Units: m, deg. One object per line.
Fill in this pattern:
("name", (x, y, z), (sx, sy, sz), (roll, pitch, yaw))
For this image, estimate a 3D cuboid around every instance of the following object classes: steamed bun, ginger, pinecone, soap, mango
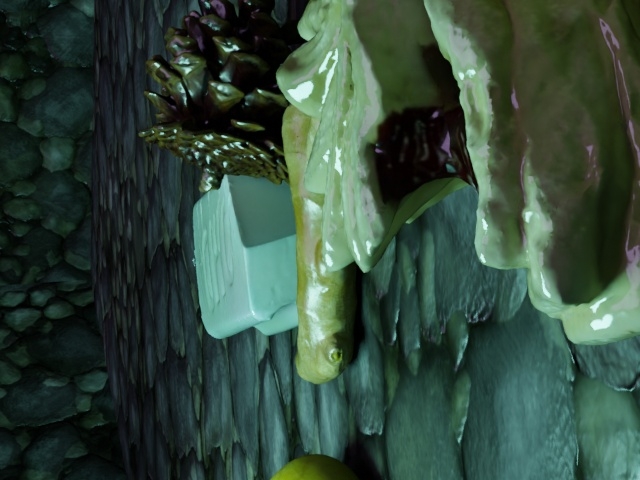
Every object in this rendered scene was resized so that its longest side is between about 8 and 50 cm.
("steamed bun", (0.074, -0.119, 0.888), (0.247, 0.189, 0.428), (103, 159, -69))
("ginger", (0.004, 0.000, 1.414), (0.118, 0.065, 0.299), (-122, 29, -70))
("pinecone", (-0.088, -0.159, 1.504), (0.185, 0.168, 0.212), (32, -132, -54))
("soap", (-0.070, 0.014, 1.636), (0.289, 0.095, 0.173), (152, 113, -74))
("mango", (0.006, 0.281, 1.415), (0.195, 0.098, 0.137), (-144, 54, -62))
